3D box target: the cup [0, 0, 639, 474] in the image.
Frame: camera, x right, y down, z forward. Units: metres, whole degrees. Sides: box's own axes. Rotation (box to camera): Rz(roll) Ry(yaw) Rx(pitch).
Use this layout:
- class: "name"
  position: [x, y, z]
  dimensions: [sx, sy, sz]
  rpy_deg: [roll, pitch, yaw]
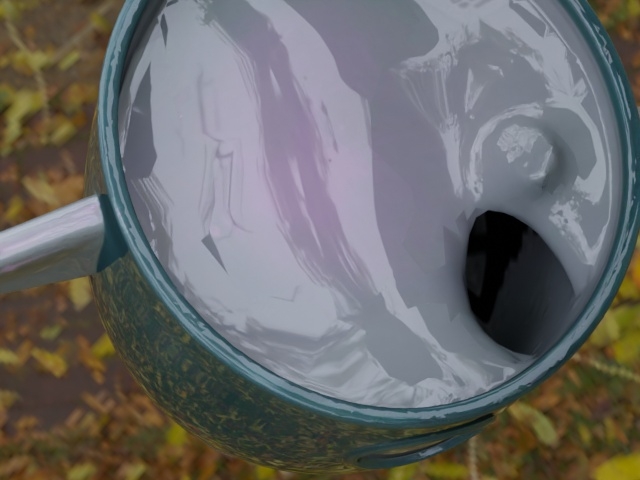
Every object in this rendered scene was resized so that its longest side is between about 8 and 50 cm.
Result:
- class: "cup"
  position: [0.000, 0.000, 0.609]
  dimensions: [0.299, 0.173, 0.167]
  rpy_deg: [-10, 72, -16]
